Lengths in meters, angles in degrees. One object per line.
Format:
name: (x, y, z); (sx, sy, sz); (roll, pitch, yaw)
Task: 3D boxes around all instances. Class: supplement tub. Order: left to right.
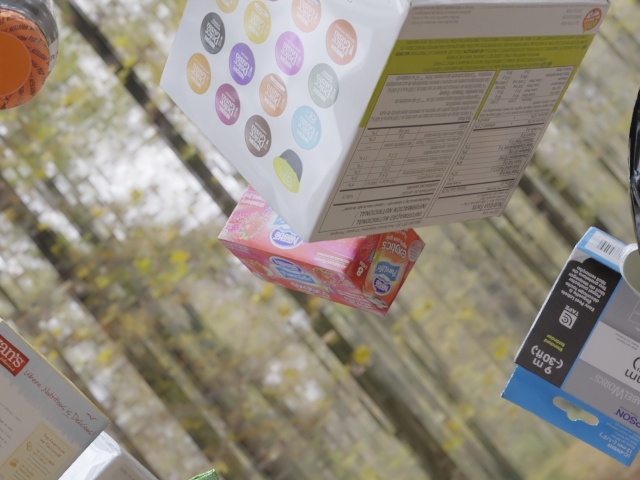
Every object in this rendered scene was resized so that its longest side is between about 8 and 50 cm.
supplement tub: (-0.499, -0.334, 2.525); (0.193, 0.193, 0.316); (-42, 32, 13)

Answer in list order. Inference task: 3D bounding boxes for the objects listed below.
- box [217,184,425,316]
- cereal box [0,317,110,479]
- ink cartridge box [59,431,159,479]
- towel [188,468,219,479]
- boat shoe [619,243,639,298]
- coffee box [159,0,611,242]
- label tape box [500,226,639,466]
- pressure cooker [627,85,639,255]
box: (0.000, 0.000, 2.331); (0.122, 0.257, 0.128); (46, -112, -44)
cereal box: (-0.364, 0.221, 1.754); (0.240, 0.173, 0.047); (-47, 23, -12)
ink cartridge box: (-0.282, 0.458, 1.938); (0.385, 0.308, 0.091); (-46, 31, -8)
towel: (-0.161, 0.378, 2.121); (0.113, 0.152, 0.023); (-23, 18, -16)
boat shoe: (0.490, 0.089, 2.259); (0.079, 0.227, 0.081); (-40, 6, 11)
coffee box: (0.068, -0.236, 2.011); (0.338, 0.337, 0.334); (-9, -46, -41)
label tape box: (0.452, 0.190, 2.646); (0.348, 0.249, 0.115); (-65, -12, 25)
pressure cooker: (0.555, -0.054, 1.617); (0.420, 0.375, 0.370); (-10, -6, -15)
